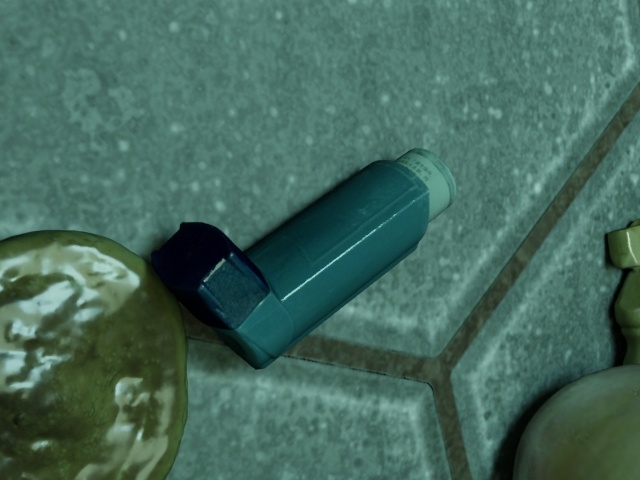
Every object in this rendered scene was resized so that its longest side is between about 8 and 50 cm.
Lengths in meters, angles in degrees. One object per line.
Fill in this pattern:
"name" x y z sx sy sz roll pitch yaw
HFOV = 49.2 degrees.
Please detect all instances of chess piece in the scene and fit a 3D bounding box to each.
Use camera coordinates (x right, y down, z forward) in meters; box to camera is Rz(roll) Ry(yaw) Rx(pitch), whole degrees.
"chess piece" 0.378 0.074 0.793 0.090 0.090 0.200 -6 86 -29

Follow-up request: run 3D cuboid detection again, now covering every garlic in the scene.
"garlic" 0.349 0.212 0.652 0.246 0.340 0.231 -4 61 -57

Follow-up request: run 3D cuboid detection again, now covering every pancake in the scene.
"pancake" -0.189 0.114 0.482 0.242 0.050 0.242 -3 96 -29

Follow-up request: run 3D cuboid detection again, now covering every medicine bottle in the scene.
"medicine bottle" 0.000 0.000 0.560 0.258 0.079 0.124 -34 126 -25
